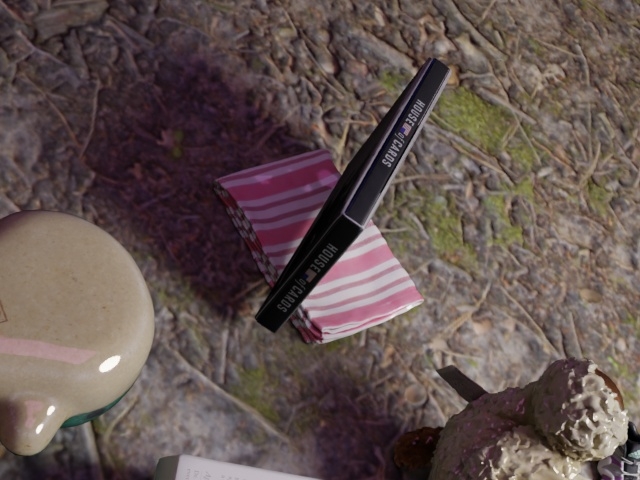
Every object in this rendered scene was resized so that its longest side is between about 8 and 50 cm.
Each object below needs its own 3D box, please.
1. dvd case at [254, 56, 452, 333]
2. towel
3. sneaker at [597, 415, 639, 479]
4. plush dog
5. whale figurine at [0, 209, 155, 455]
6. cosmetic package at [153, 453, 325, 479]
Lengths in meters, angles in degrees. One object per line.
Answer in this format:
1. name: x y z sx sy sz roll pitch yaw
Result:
1. dvd case: 0.031 -0.043 1.362 0.029 0.179 0.239 35 47 -4
2. towel: 0.000 0.000 1.452 0.144 0.029 0.197 -19 69 -38
3. sneaker: 0.298 0.217 1.441 0.038 0.069 0.098 3 57 -27
4. plush dog: 0.152 0.249 1.266 0.210 0.262 0.225 2 39 12
5. whale figurine: -0.268 0.083 1.178 0.272 0.141 0.216 -16 66 -28
6. cosmetic package: -0.023 0.247 1.197 0.231 0.085 0.117 14 77 -15
